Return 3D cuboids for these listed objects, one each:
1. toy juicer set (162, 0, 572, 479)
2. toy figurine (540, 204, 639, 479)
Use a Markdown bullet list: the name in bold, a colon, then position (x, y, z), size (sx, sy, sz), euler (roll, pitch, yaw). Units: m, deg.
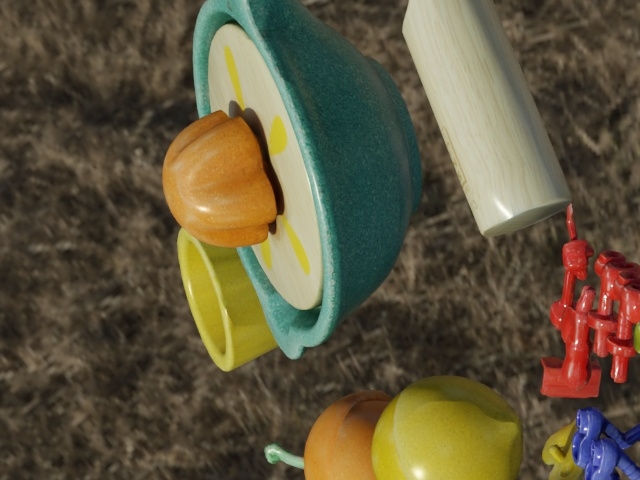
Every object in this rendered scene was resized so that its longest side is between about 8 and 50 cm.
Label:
- **toy juicer set**: position (0.000, 0.000, 0.527), size (0.089, 0.329, 0.209), euler (-16, 58, -17)
- **toy figurine**: position (0.271, 0.114, 0.873), size (0.217, 0.191, 0.362), euler (2, 17, -3)
